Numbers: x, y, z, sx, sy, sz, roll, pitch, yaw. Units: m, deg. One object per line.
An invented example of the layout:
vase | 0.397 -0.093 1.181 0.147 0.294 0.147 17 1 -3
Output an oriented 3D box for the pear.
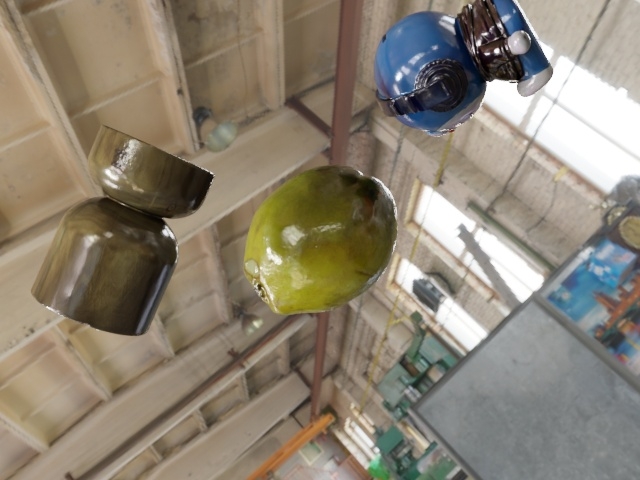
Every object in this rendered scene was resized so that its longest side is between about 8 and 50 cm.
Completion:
pear | 0.000 0.000 1.167 0.321 0.269 0.269 -49 -21 -12

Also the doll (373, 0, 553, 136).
doll | 0.246 -0.335 1.155 0.310 0.240 0.284 -27 24 26

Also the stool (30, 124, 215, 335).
stool | -0.288 -0.013 0.899 0.264 0.179 0.179 -67 -24 1
